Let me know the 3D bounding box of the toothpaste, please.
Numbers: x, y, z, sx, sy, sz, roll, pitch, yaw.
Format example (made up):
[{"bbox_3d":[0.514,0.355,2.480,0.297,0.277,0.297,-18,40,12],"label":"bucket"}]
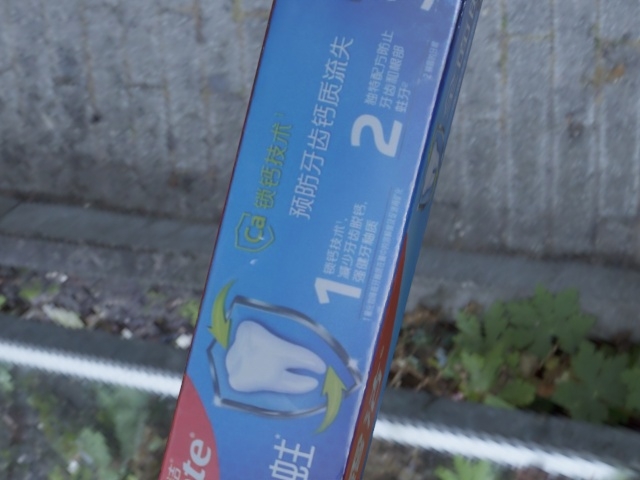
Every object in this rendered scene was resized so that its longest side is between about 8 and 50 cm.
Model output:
[{"bbox_3d":[0.001,0.000,0.602,0.076,0.066,0.320,15,94,10],"label":"toothpaste"}]
